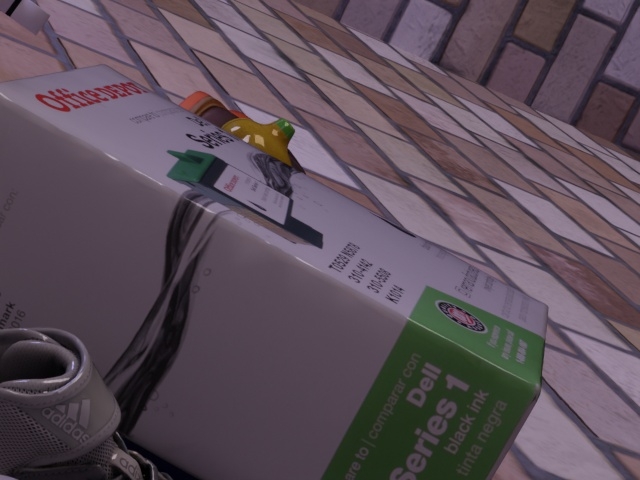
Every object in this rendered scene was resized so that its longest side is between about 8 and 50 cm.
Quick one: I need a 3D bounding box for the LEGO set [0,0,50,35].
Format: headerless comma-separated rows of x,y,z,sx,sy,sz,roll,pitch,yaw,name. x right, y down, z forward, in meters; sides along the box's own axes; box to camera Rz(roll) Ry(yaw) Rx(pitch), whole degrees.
-0.318,-0.202,1.305,0.227,0.087,0.093,35,0,36,LEGO set

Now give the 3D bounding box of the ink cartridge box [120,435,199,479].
-0.117,0.043,0.772,0.304,0.072,0.307,20,16,-33,ink cartridge box

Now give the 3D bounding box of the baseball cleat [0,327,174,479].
-0.065,0.094,0.561,0.206,0.109,0.072,19,27,-12,baseball cleat

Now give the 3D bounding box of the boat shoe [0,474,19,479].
-0.010,0.153,0.470,0.267,0.096,0.088,31,9,15,boat shoe

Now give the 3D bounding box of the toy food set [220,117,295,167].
0.000,0.000,0.982,0.218,0.071,0.128,49,-3,-28,toy food set

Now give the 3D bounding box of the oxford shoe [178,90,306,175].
-0.057,-0.034,1.150,0.098,0.097,0.271,34,13,9,oxford shoe

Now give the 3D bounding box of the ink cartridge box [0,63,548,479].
-0.031,0.023,0.660,0.219,0.092,0.160,29,11,3,ink cartridge box
